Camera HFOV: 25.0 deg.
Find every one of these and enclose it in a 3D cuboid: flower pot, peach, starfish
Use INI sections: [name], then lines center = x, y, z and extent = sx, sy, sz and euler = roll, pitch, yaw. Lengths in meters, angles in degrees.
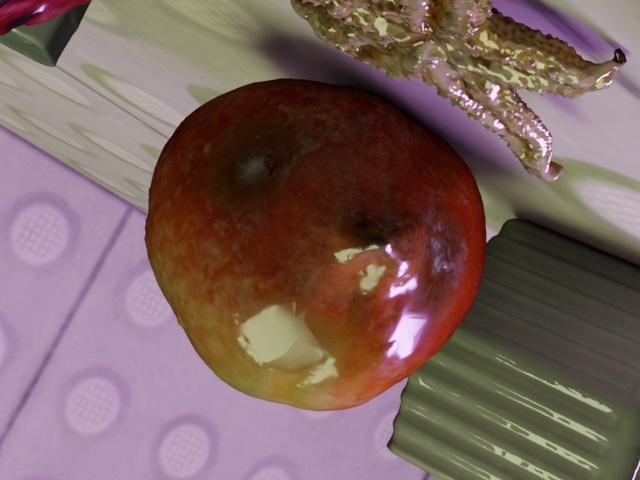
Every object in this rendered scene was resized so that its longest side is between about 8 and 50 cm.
[flower pot]
center = 0.191, 0.121, 1.101
extent = 0.189, 0.209, 0.239
euler = 25, 173, 28
[peach]
center = 0.000, 0.000, 0.961
extent = 0.232, 0.232, 0.256
euler = 30, 163, -10
[starfish]
center = 0.030, -0.114, 0.688
extent = 0.231, 0.048, 0.295
euler = 25, 172, 25

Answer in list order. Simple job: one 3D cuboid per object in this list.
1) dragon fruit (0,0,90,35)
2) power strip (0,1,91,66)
[dragon fruit]
center = -0.172, -0.159, 0.352
extent = 0.330, 0.240, 0.302
euler = 35, 176, -2
[power strip]
center = -0.280, -0.195, 0.976
extent = 0.229, 0.141, 0.261
euler = 28, 176, -7
